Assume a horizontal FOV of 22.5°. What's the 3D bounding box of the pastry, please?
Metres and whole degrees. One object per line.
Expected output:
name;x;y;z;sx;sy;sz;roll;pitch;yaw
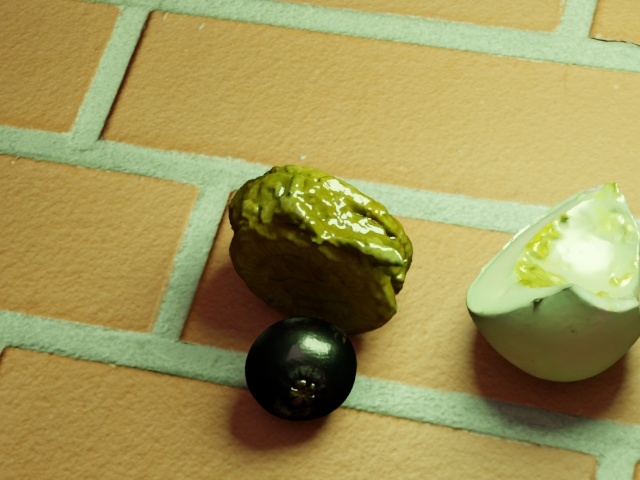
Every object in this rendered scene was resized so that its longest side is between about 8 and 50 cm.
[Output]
pastry;0.000;0.000;1.978;0.240;0.235;0.132;21;59;8

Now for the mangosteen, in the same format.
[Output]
mangosteen;-0.025;0.148;1.963;0.137;0.137;0.151;-12;23;1

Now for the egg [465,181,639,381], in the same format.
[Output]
egg;0.299;0.077;1.932;0.206;0.161;0.271;-28;16;27
